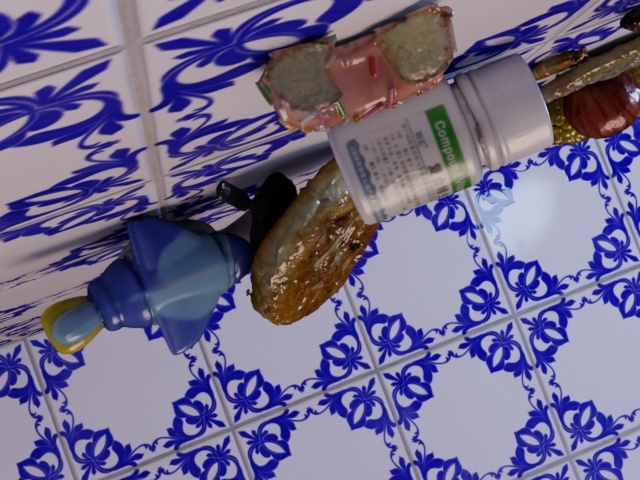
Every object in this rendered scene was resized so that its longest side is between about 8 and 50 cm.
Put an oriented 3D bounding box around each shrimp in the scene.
[{"bbox_3d":[0.336,-0.245,1.302,0.091,0.025,0.127,-20,-178,-18],"label":"shrimp"}]

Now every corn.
[{"bbox_3d":[0.519,-0.255,1.668,0.318,0.115,0.115,-22,177,23],"label":"corn"}]

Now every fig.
[{"bbox_3d":[0.442,-0.234,1.558,0.128,0.150,0.128,-55,-179,1],"label":"fig"}]

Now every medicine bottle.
[{"bbox_3d":[0.136,-0.119,1.106,0.237,0.139,0.139,-21,177,4],"label":"medicine bottle"}]

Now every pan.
[{"bbox_3d":[-0.084,-0.042,1.365,0.028,0.136,0.235,11,173,23],"label":"pan"}]

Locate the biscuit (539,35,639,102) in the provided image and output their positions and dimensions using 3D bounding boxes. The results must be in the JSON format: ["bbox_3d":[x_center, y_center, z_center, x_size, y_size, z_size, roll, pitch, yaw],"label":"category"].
[{"bbox_3d":[0.468,-0.281,1.430,0.290,0.038,0.141,-22,177,-10],"label":"biscuit"}]

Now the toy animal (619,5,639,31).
[{"bbox_3d":[0.418,-0.261,1.089,0.179,0.089,0.188,-5,-168,32],"label":"toy animal"}]

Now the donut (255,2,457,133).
[{"bbox_3d":[0.027,-0.132,0.780,0.166,0.065,0.117,-19,176,-10],"label":"donut"}]

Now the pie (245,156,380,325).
[{"bbox_3d":[0.000,0.000,1.395,0.315,0.092,0.315,-49,164,-19],"label":"pie"}]

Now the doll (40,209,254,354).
[{"bbox_3d":[-0.227,0.063,1.433,0.376,0.187,0.365,-45,-179,12],"label":"doll"}]
